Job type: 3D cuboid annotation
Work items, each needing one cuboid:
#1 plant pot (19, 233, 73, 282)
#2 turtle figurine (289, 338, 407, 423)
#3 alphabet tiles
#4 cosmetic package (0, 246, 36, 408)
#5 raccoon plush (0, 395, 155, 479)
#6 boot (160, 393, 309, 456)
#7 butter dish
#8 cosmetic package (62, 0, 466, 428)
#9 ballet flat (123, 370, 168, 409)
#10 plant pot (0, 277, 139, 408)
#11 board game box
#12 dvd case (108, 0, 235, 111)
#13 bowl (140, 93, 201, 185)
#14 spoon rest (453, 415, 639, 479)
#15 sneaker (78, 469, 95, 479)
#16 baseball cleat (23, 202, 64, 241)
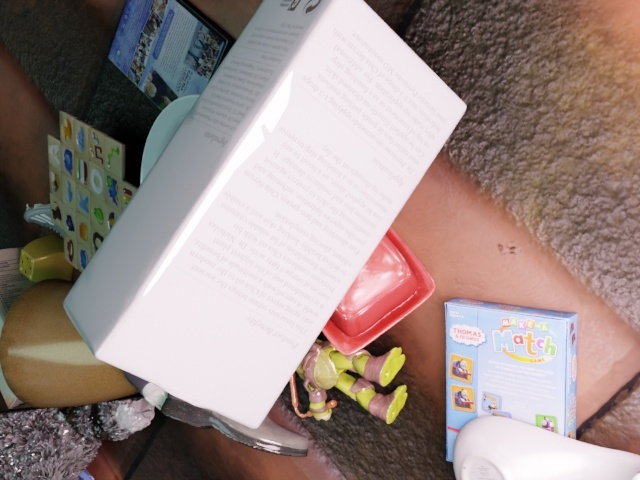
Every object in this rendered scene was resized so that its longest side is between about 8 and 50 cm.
[{"bbox_3d":[-0.556,0.043,1.534,0.081,0.083,0.081,31,116,33],"label":"plant pot"},{"bbox_3d":[0.012,0.163,1.073,0.217,0.087,0.269,14,113,36],"label":"turtle figurine"},{"bbox_3d":[-0.391,-0.057,1.305,0.342,0.011,0.285,28,122,42],"label":"alphabet tiles"},{"bbox_3d":[-0.608,0.172,1.557,0.129,0.153,0.296,-43,69,35],"label":"cosmetic package"},{"bbox_3d":[-0.506,0.467,1.453,0.446,0.216,0.299,-14,79,40],"label":"raccoon plush"},{"bbox_3d":[-0.114,0.231,1.188,0.247,0.083,0.161,20,75,2],"label":"boot"},{"bbox_3d":[0.045,0.037,0.978,0.160,0.118,0.160,-36,70,-6],"label":"butter dish"},{"bbox_3d":[-0.061,-0.042,0.877,0.453,0.230,0.161,-56,36,-2],"label":"cosmetic package"},{"bbox_3d":[-0.242,0.251,1.250,0.074,0.203,0.074,-15,53,21],"label":"ballet flat"},{"bbox_3d":[-0.382,0.188,1.343,0.254,0.237,0.237,0,98,27],"label":"plant pot"},{"bbox_3d":[0.231,0.184,0.936,0.160,0.039,0.211,5,102,39],"label":"board game box"},{"bbox_3d":[-0.252,-0.315,1.261,0.253,0.022,0.180,44,122,26],"label":"dvd case"},{"bbox_3d":[-0.128,-0.065,1.120,0.298,0.134,0.297,11,106,44],"label":"bowl"},{"bbox_3d":[0.261,0.269,0.865,0.276,0.084,0.137,-13,90,52],"label":"spoon rest"},{"bbox_3d":[-0.494,0.543,1.587,0.053,0.059,0.144,-30,78,41],"label":"sneaker"},{"bbox_3d":[-0.511,-0.030,1.492,0.206,0.072,0.109,-10,91,41],"label":"baseball cleat"}]
